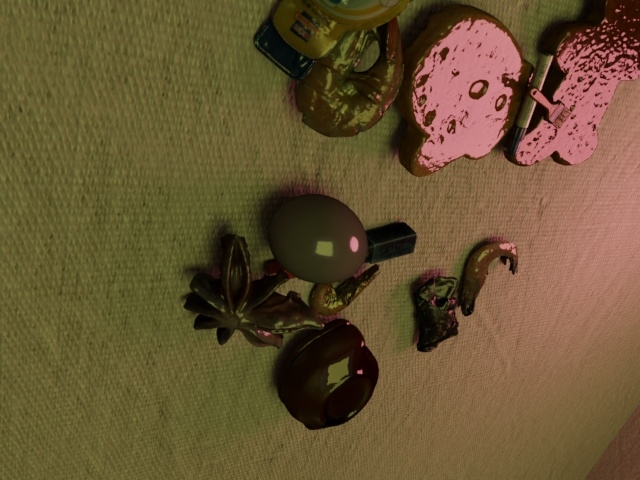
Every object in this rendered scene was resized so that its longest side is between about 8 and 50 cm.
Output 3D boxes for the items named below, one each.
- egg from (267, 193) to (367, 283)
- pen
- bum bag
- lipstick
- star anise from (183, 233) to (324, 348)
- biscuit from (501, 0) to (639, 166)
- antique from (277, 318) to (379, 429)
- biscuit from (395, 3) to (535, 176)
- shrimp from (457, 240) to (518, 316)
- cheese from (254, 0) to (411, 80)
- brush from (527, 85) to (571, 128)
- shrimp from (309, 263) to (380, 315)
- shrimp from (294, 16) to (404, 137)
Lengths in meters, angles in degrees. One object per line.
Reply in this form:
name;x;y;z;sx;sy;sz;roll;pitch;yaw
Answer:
egg;0.000;0.000;1.028;0.146;0.146;0.199;-51;135;9
pen;0.385;-0.249;1.135;0.025;0.025;0.204;-14;132;-28
bum bag;0.270;0.172;1.430;0.102;0.069;0.248;-28;138;-17
lipstick;0.038;0.027;1.155;0.312;0.051;0.051;-14;132;-25
star anise;-0.120;0.105;1.053;0.198;0.110;0.257;-33;127;26
biscuit;0.523;-0.344;1.200;0.283;0.064;0.431;-2;124;-29
antique;0.023;0.295;1.302;0.224;0.129;0.278;-12;132;-33
biscuit;0.234;-0.240;1.065;0.344;0.057;0.287;15;111;-49
shrimp;0.400;0.088;1.478;0.152;0.046;0.219;-8;127;-28
cheese;0.024;-0.336;0.810;0.177;0.069;0.270;37;113;-16
brush;0.420;-0.249;1.138;0.170;0.014;0.043;15;114;-47
shrimp;0.045;0.086;1.223;0.162;0.045;0.095;-39;117;4
shrimp;0.059;-0.275;0.887;0.145;0.061;0.267;21;98;-4
